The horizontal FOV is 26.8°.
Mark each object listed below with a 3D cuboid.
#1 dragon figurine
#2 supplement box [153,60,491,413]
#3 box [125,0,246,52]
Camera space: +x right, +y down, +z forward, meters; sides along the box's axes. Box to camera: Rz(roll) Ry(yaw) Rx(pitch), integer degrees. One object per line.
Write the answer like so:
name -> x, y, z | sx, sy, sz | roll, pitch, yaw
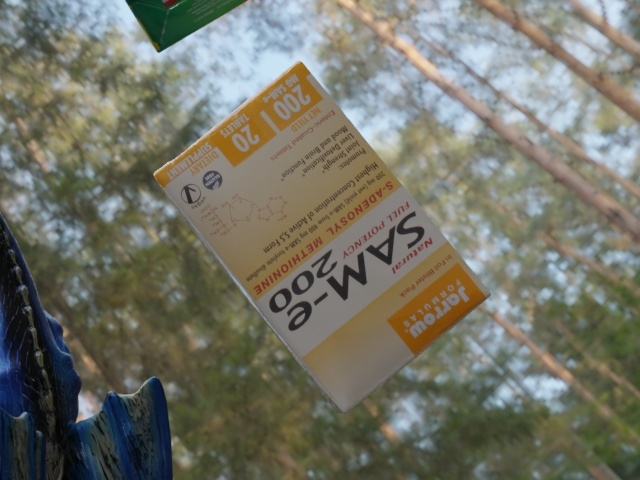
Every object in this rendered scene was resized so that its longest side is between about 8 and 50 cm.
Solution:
dragon figurine -> -0.119, 0.095, 0.588 | 0.085, 0.144, 0.289 | -10, -69, -36
supplement box -> 0.000, 0.000, 0.439 | 0.062, 0.098, 0.036 | -39, -4, -6
box -> -0.057, -0.173, 0.836 | 0.105, 0.179, 0.043 | -29, -77, 9
